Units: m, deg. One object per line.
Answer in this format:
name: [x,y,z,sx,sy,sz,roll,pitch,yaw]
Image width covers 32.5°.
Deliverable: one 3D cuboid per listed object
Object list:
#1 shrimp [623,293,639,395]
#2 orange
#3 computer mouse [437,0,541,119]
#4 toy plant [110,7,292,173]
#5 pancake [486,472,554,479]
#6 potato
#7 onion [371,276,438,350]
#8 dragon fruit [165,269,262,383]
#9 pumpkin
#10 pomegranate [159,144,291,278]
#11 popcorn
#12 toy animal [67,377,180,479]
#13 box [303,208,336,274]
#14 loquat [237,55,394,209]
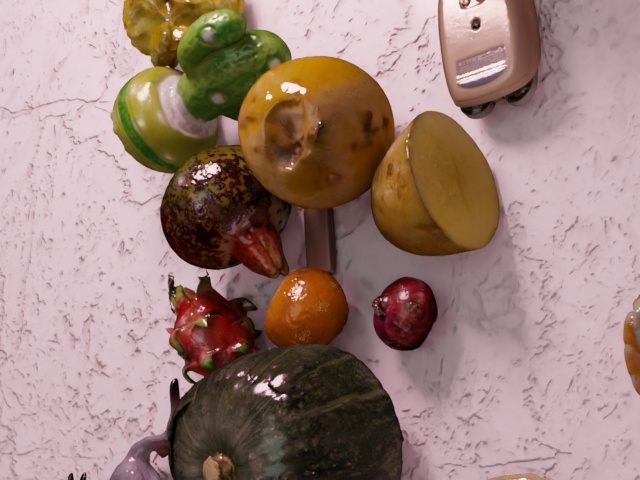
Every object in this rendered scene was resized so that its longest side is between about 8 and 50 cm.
shrimp: [0.449,0.131,1.322,0.166,0.049,0.161,-16,72,33]
orange: [-0.019,0.107,1.639,0.118,0.135,0.135,20,91,6]
computer mouse: [0.240,-0.293,1.567,0.145,0.082,0.236,-17,70,33]
toy plant: [-0.179,-0.241,1.803,0.316,0.224,0.184,-28,36,36]
pancake: [0.250,0.426,1.399,0.282,0.049,0.282,-10,72,32]
potato: [0.141,-0.055,1.541,0.158,0.178,0.203,-35,76,43]
onion: [0.116,0.102,1.556,0.107,0.097,0.107,-36,44,44]
dragon fruit: [-0.182,0.128,1.753,0.137,0.135,0.236,-45,53,24]
pumpkin: [-0.055,0.296,1.537,0.328,0.257,0.291,-25,77,39]
pomegranate: [-0.130,-0.027,1.710,0.214,0.214,0.248,-48,60,18]
popcorn: [-0.236,-0.392,1.904,0.218,0.169,0.189,-20,73,13]
toy animal: [-0.310,0.401,1.807,0.324,0.090,0.195,-46,55,22]
box: [0.000,0.000,1.714,0.048,0.025,0.115,-14,70,29]
loquat: [-0.003,-0.159,1.619,0.244,0.244,0.243,-11,72,35]
